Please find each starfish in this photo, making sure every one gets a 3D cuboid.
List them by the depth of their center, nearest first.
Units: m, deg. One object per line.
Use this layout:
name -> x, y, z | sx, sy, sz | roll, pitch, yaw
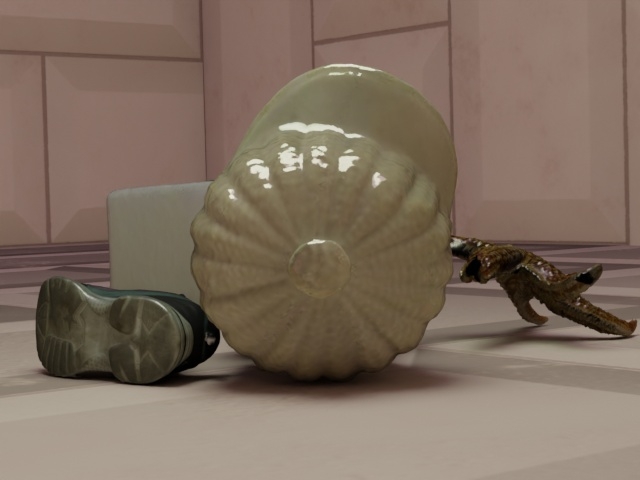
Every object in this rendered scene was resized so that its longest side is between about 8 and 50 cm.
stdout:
starfish -> 0.166, 0.031, 1.209 | 0.213, 0.057, 0.238 | 23, -3, 15

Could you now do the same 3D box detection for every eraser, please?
eraser -> -0.049, 0.004, 1.508 | 0.331, 0.150, 0.331 | -1, 4, 0

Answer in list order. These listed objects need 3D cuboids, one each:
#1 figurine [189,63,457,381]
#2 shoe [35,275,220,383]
figurine -> 0.001, 0.030, 1.051 | 0.185, 0.204, 0.332 | -2, -26, -3
shoe -> -0.133, 0.065, 1.044 | 0.169, 0.071, 0.099 | 6, 4, 42
